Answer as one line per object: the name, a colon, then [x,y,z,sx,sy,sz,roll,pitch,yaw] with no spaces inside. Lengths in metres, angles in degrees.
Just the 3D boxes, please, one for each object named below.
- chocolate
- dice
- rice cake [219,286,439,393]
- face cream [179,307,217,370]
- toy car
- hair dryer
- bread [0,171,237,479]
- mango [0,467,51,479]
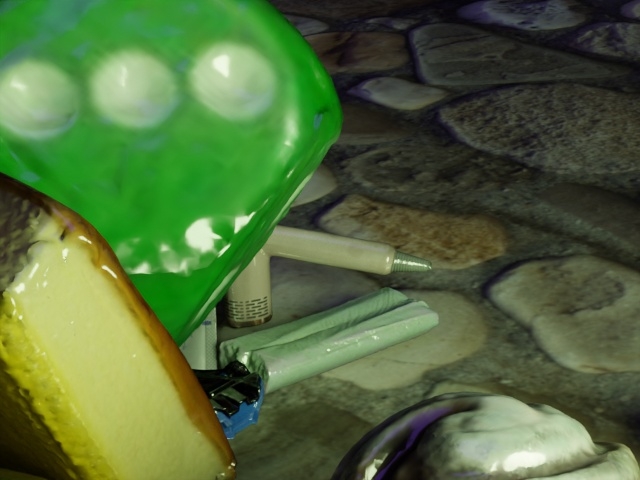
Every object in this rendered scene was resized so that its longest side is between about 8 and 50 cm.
chocolate: [0.116,0.219,1.175,0.303,0.213,0.303,-2,21,1]
dice: [-0.176,-0.078,1.545,0.297,0.287,0.300,35,67,5]
rice cake: [0.010,0.099,1.701,0.222,0.042,0.080,-17,30,-32]
face cream: [-0.213,0.089,1.701,0.224,0.114,0.070,-5,-12,8]
toy car: [-0.149,0.152,1.568,0.216,0.063,0.103,-1,17,39]
hair dryer: [0.002,-0.012,1.757,0.220,0.195,0.053,-2,17,9]
bread: [-0.259,0.087,1.391,0.324,0.333,0.143,17,55,37]
mango: [-0.231,0.235,1.285,0.146,0.129,0.289,7,8,-35]
